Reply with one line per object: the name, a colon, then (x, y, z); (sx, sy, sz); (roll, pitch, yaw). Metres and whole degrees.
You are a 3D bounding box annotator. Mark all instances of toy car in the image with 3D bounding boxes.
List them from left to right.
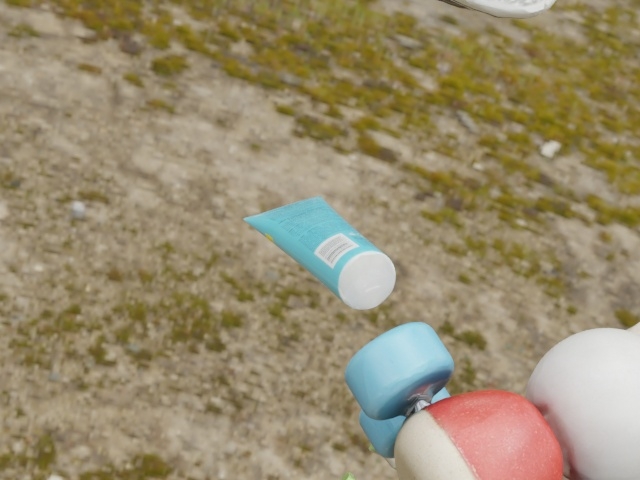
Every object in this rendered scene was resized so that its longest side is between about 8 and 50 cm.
toy car: (0.176, 0.141, 0.836); (0.238, 0.210, 0.219); (-29, 65, -6)

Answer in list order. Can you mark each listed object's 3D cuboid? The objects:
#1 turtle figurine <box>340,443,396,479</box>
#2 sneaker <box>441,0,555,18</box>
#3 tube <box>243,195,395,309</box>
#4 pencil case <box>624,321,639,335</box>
turtle figurine: (0.151, 0.379, 1.530); (0.266, 0.197, 0.274); (39, 33, 2)
sneaker: (0.126, -0.344, 1.358); (0.321, 0.126, 0.127); (27, -3, 6)
tube: (0.000, 0.000, 1.059); (0.080, 0.052, 0.207); (-12, 24, -18)
pencil case: (0.627, 0.171, 1.860); (0.160, 0.410, 0.183); (39, 31, -47)
